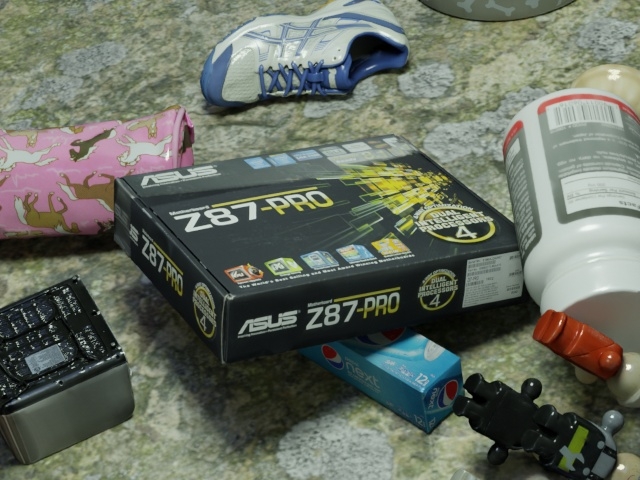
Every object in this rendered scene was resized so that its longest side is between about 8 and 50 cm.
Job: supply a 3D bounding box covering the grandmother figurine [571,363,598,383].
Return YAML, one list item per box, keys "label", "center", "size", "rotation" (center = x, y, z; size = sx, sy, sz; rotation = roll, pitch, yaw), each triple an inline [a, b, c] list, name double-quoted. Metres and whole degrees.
- label: "grandmother figurine"
  center: [0.352, 0.078, 1.881]
  size: [0.208, 0.104, 0.342]
  rotation: [-26, 46, -29]

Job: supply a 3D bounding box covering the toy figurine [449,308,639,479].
- label: "toy figurine"
  center: [0.238, 0.201, 1.677]
  size: [0.148, 0.213, 0.209]
  rotation: [31, 39, -16]

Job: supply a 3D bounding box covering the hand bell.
- label: "hand bell"
  center: [0.340, -0.098, 2.031]
  size: [0.126, 0.126, 0.242]
  rotation: [5, 38, 17]

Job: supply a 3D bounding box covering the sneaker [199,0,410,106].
- label: "sneaker"
  center: [-0.018, -0.249, 2.303]
  size: [0.296, 0.112, 0.131]
  rotation: [-25, 44, -13]

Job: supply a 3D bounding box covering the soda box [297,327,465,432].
- label: "soda box"
  center: [0.063, 0.130, 1.902]
  size: [0.210, 0.071, 0.067]
  rotation: [29, 55, 35]

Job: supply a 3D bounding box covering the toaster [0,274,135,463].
- label: "toaster"
  center: [-0.320, 0.150, 1.933]
  size: [0.186, 0.110, 0.168]
  rotation: [-24, 43, -15]

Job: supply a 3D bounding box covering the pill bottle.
- label: "pill bottle"
  center: [0.292, -0.014, 1.813]
  size: [0.161, 0.161, 0.283]
  rotation: [-7, 50, 4]

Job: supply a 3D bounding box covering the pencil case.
- label: "pencil case"
  center: [-0.349, -0.082, 2.159]
  size: [0.386, 0.160, 0.167]
  rotation: [-5, 4, 8]

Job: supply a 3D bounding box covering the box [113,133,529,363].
- label: "box"
  center: [0.000, 0.000, 1.938]
  size: [0.395, 0.097, 0.318]
  rotation: [-10, 29, -26]

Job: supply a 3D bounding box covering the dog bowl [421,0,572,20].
- label: "dog bowl"
  center: [0.268, -0.451, 2.467]
  size: [0.349, 0.102, 0.348]
  rotation: [-7, 43, 6]
